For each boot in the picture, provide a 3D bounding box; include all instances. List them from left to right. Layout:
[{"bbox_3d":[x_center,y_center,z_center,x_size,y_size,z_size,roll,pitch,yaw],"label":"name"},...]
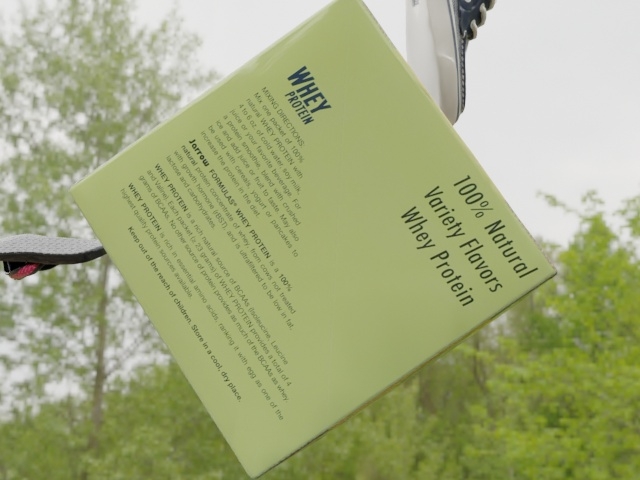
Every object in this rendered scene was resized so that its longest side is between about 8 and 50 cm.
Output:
[{"bbox_3d":[0.113,-0.185,0.776,0.086,0.190,0.069,-11,13,-14],"label":"boot"}]

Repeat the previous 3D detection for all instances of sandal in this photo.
[{"bbox_3d":[-0.299,0.022,1.050,0.179,0.040,0.067,3,21,29],"label":"sandal"}]

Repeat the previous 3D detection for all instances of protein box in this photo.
[{"bbox_3d":[0.000,0.000,0.610,0.201,0.200,0.136,-35,-9,4],"label":"protein box"}]
